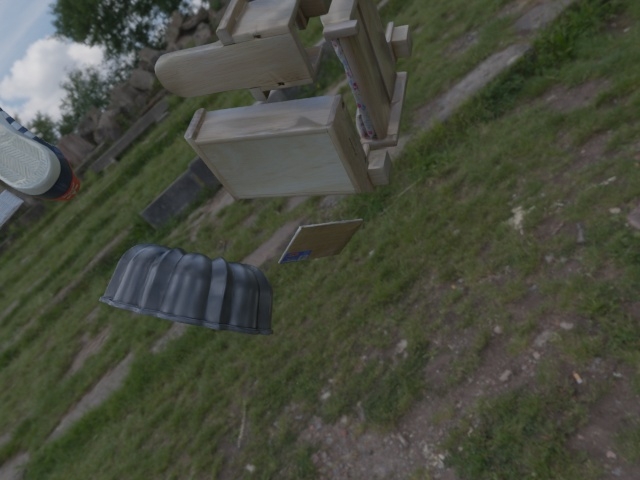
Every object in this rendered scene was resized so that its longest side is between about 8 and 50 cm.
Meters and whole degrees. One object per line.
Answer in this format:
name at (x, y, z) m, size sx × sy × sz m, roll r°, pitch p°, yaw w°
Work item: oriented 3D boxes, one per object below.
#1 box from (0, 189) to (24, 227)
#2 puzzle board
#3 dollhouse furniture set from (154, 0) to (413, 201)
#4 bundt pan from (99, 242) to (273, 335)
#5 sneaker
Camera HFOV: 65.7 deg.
box at (-0.945, -0.055, 1.420) m, size 0.063 × 0.067 × 0.324 m, roll -46°, pitch 27°, yaw 9°
puzzle board at (0.000, 0.000, 0.817) m, size 0.128 × 0.011 × 0.096 m, roll -8°, pitch -32°, yaw -36°
dollhouse furniture set at (-0.018, -0.236, 0.607) m, size 0.173 × 0.303 × 0.356 m, roll -1°, pitch 58°, yaw 23°
bundt pan at (-0.237, 0.089, 0.957) m, size 0.330 × 0.330 × 0.124 m, roll -2°, pitch 73°, yaw 62°
sneaker at (-0.642, -0.188, 1.020) m, size 0.131 × 0.350 × 0.148 m, roll -51°, pitch -14°, yaw -5°
